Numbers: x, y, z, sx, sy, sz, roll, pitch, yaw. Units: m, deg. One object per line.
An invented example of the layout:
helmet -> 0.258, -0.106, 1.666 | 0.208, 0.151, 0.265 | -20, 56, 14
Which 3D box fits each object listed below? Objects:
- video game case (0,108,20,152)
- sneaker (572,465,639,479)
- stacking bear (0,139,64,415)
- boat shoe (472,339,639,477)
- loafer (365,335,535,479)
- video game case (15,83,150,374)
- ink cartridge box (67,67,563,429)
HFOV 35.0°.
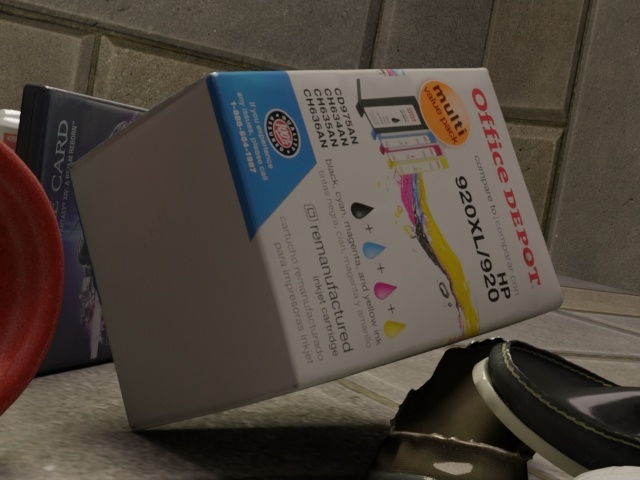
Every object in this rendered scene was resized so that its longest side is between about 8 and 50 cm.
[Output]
video game case -> -0.254, -0.036, 1.103 | 0.204, 0.025, 0.285 | 9, -31, -16
sneaker -> 0.123, 0.133, 0.406 | 0.115, 0.090, 0.232 | 4, -10, 45
stacking bear -> -0.294, 0.013, 0.528 | 0.289, 0.175, 0.164 | 4, 2, 30
boat shoe -> 0.193, 0.102, 0.534 | 0.233, 0.079, 0.084 | 25, 23, -3
loafer -> 0.088, 0.103, 0.612 | 0.094, 0.087, 0.251 | 11, 4, 11
video game case -> -0.149, -0.005, 0.789 | 0.026, 0.196, 0.274 | 9, 3, 21
ink cartridge box -> 0.000, 0.000, 0.632 | 0.233, 0.171, 0.168 | -10, -9, -43
